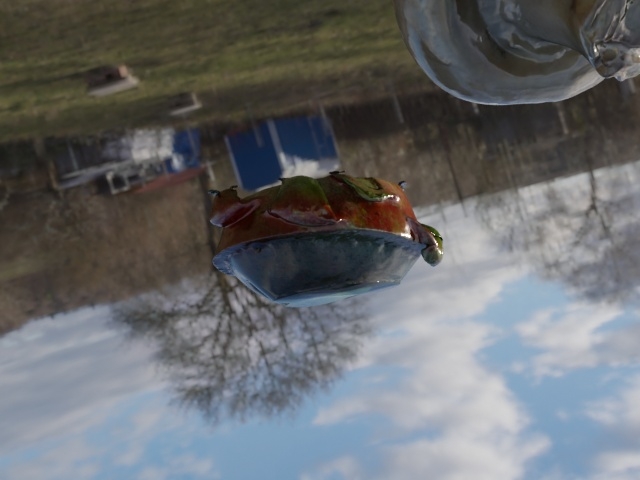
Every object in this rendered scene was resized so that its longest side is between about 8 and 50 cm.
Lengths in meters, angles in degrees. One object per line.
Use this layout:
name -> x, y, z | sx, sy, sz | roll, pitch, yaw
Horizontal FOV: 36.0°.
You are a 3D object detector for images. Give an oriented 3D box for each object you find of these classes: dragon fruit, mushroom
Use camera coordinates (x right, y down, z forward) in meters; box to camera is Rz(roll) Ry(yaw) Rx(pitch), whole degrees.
dragon fruit -> 0.000, 0.000, 1.148 | 0.268, 0.130, 0.295 | -15, 169, 19
mushroom -> 0.219, -0.261, 0.963 | 0.298, 0.297, 0.290 | -17, -153, -6
